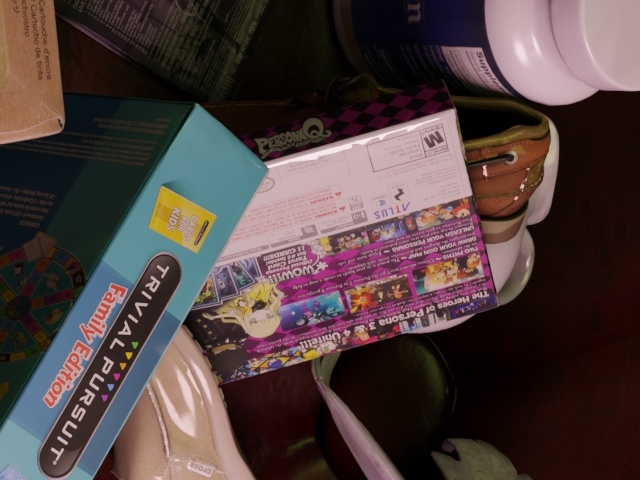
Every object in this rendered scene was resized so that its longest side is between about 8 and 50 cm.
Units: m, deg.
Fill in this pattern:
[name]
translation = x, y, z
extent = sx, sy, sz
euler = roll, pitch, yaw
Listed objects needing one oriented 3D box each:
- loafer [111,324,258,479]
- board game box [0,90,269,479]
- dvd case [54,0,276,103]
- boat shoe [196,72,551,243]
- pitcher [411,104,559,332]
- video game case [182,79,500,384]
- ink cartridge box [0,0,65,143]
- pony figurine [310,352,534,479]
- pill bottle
[loafer]
translation = -0.114, 0.140, 1.456
extent = 0.092, 0.102, 0.268
euler = -30, 111, -14
[board game box]
translation = -0.211, 0.063, 1.266
extent = 0.079, 0.254, 0.336
euler = 41, 70, -36
[dvd case]
translation = -0.118, -0.212, 1.461
extent = 0.221, 0.018, 0.164
euler = 32, 77, -39
[boat shoe]
translation = 0.019, -0.077, 1.474
extent = 0.307, 0.110, 0.104
euler = 3, 132, -17
[pitcher]
translation = 0.115, 0.008, 1.630
extent = 0.207, 0.125, 0.177
euler = -42, 132, -42
[video game case]
translation = 0.000, 0.000, 1.435
extent = 0.232, 0.042, 0.210
euler = -16, 135, 2
[ink cartridge box]
translation = -0.255, -0.179, 1.234
extent = 0.088, 0.193, 0.234
euler = -14, 105, -41
[pony figurine]
translation = 0.100, 0.285, 1.528
extent = 0.303, 0.351, 0.363
euler = 25, 105, -48
[pill bottle]
translation = 0.146, -0.181, 1.525
extent = 0.153, 0.265, 0.153
euler = -6, 99, -40
